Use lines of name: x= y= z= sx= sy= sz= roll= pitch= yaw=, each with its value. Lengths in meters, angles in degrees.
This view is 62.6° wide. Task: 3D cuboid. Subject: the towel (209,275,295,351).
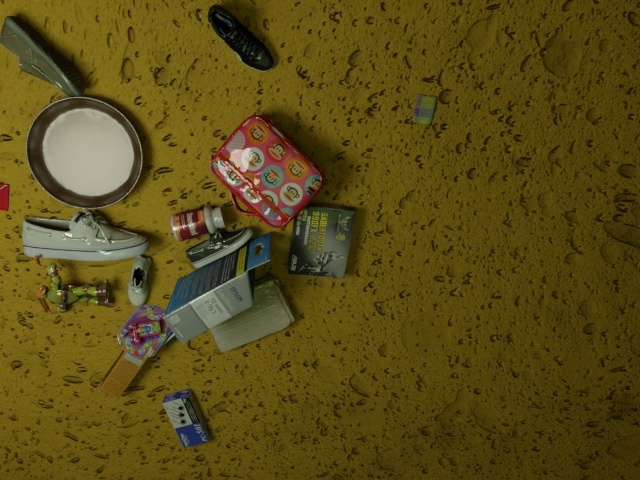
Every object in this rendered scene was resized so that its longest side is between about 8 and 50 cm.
towel: x=-0.239 y=0.239 z=1.720 sx=0.282 sy=0.049 sz=0.187 roll=-21 pitch=110 yaw=4

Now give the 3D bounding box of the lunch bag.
lunch bag: x=-0.161 y=-0.185 z=1.510 sx=0.293 sy=0.120 sz=0.258 roll=43 pitch=104 yaw=-5

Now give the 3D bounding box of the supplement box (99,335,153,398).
supplement box: x=-0.632 y=0.405 z=1.729 sx=0.080 sy=0.078 sz=0.233 roll=31 pitch=104 yaw=-16

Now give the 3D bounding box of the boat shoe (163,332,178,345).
boat shoe: x=-0.462 y=0.305 z=1.725 sx=0.038 sy=0.046 sz=0.125 roll=43 pitch=93 yaw=-14

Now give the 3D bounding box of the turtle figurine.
turtle figurine: x=-0.757 y=0.152 z=1.584 sx=0.217 sy=0.087 sz=0.269 roll=2 pitch=132 yaw=-15

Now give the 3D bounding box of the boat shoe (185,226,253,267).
boat shoe: x=-0.311 y=0.009 z=1.607 sx=0.219 sy=0.078 sz=0.070 roll=-28 pitch=112 yaw=7

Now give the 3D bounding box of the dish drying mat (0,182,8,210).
dish drying mat: x=-0.927 y=-0.127 z=1.534 sx=0.032 sy=0.008 sz=0.083 roll=11 pitch=109 yaw=-10

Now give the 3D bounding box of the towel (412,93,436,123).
towel: x=0.306 y=-0.387 z=1.551 sx=0.060 sy=0.009 sz=0.083 roll=3 pitch=111 yaw=-7

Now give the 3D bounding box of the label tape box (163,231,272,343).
label tape box: x=-0.274 y=0.129 z=1.564 sx=0.348 sy=0.249 sz=0.115 roll=-27 pitch=111 yaw=5

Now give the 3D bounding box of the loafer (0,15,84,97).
loafer: x=-0.734 y=-0.468 z=1.385 sx=0.087 sy=0.094 sz=0.251 roll=-41 pitch=100 yaw=16

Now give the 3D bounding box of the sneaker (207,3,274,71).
sneaker: x=-0.214 y=-0.525 z=1.388 sx=0.217 sy=0.121 sz=0.079 roll=40 pitch=104 yaw=-18

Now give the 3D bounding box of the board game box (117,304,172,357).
board game box: x=-0.551 y=0.286 z=1.662 sx=0.133 sy=0.033 sz=0.168 roll=38 pitch=66 yaw=-9

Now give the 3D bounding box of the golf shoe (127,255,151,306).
golf shoe: x=-0.568 y=0.136 z=1.628 sx=0.069 sy=0.086 sz=0.176 roll=8 pitch=111 yaw=-10

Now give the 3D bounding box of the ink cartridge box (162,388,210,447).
ink cartridge box: x=-0.467 y=0.625 z=1.845 sx=0.097 sy=0.046 sz=0.207 roll=-15 pitch=112 yaw=2

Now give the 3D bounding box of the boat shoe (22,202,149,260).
boat shoe: x=-0.688 y=-0.035 z=1.537 sx=0.367 sy=0.136 sz=0.156 roll=3 pitch=108 yaw=4

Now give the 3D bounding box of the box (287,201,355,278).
box: x=0.000 y=0.000 z=1.645 sx=0.183 sy=0.056 sz=0.231 roll=7 pitch=110 yaw=-7

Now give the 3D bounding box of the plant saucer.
plant saucer: x=-0.656 y=-0.244 z=1.480 sx=0.310 sy=0.050 sz=0.310 roll=-1 pitch=105 yaw=-5

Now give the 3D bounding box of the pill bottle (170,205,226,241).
pill bottle: x=-0.363 y=-0.054 z=1.574 sx=0.152 sy=0.086 sz=0.086 roll=-14 pitch=112 yaw=0
